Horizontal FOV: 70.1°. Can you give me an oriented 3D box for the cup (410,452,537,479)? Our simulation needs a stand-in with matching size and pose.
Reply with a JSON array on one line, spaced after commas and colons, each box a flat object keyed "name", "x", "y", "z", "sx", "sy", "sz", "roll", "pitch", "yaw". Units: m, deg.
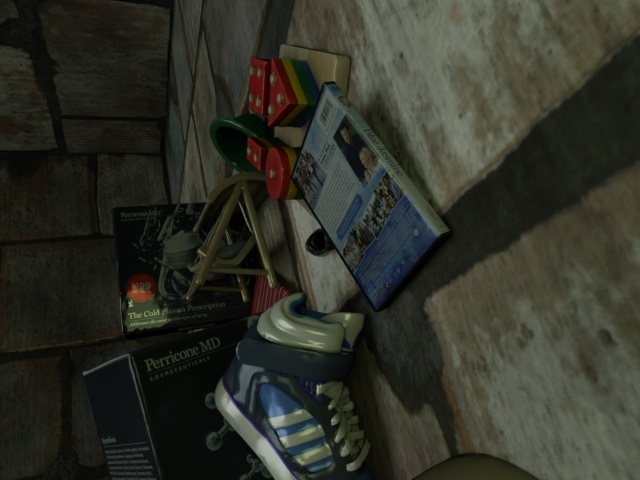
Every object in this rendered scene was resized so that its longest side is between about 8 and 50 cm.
[{"name": "cup", "x": 0.088, "y": 0.383, "z": 0.378, "sx": 0.331, "sy": 0.236, "sz": 0.332, "roll": 175, "pitch": 90, "yaw": -67}]

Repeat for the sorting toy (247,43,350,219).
[{"name": "sorting toy", "x": -0.058, "y": -0.197, "z": 0.793, "sx": 0.255, "sy": 0.089, "sz": 0.257, "roll": -133, "pitch": 44, "yaw": -55}]

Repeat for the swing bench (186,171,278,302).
[{"name": "swing bench", "x": -0.206, "y": -0.001, "z": 1.039, "sx": 0.253, "sy": 0.165, "sz": 0.255, "roll": 145, "pitch": 127, "yaw": -64}]

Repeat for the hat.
[{"name": "hat", "x": -0.135, "y": -0.262, "z": 1.038, "sx": 0.208, "sy": 0.184, "sz": 0.173, "roll": 32, "pitch": 152, "yaw": 8}]

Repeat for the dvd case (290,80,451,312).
[{"name": "dvd case", "x": 0.046, "y": -0.053, "z": 0.594, "sx": 0.253, "sy": 0.022, "sz": 0.180, "roll": 58, "pitch": 147, "yaw": 23}]

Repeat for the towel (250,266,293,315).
[{"name": "towel", "x": -0.112, "y": 0.179, "z": 1.014, "sx": 0.275, "sy": 0.031, "sz": 0.199, "roll": -156, "pitch": 73, "yaw": -68}]

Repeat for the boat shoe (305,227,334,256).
[{"name": "boat shoe", "x": 0.000, "y": 0.000, "z": 0.755, "sx": 0.142, "sy": 0.040, "sz": 0.049, "roll": 159, "pitch": 104, "yaw": -66}]

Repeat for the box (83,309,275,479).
[{"name": "box", "x": -0.181, "y": 0.357, "z": 0.789, "sx": 0.211, "sy": 0.293, "sz": 0.396, "roll": -27, "pitch": 79, "yaw": 41}]

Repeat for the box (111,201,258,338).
[{"name": "box", "x": -0.351, "y": 0.074, "z": 1.202, "sx": 0.179, "sy": 0.342, "sz": 0.313, "roll": 141, "pitch": 120, "yaw": -64}]

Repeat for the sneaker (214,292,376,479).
[{"name": "sneaker", "x": 0.019, "y": 0.224, "z": 0.650, "sx": 0.322, "sy": 0.130, "sz": 0.236, "roll": 38, "pitch": 98, "yaw": 16}]
